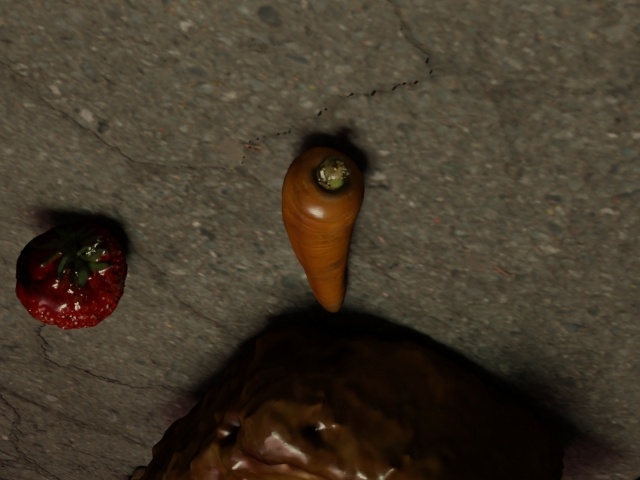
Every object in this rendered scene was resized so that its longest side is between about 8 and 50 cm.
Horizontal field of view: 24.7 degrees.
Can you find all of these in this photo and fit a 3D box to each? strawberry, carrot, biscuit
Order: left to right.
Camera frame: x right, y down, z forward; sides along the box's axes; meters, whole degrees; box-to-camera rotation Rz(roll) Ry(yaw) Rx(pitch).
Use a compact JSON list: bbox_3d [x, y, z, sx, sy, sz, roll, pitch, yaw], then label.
[{"bbox_3d":[-0.211,0.035,1.256,0.106,0.106,0.106,14,150,9],"label":"strawberry"},{"bbox_3d":[0.000,0.000,1.126,0.061,0.061,0.256,16,156,6],"label":"carrot"},{"bbox_3d":[0.030,0.236,1.378,0.343,0.166,0.395,30,147,-14],"label":"biscuit"}]

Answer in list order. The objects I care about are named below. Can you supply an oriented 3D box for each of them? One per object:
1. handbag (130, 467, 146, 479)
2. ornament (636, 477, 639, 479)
[{"bbox_3d":[-0.181,0.351,1.791,0.151,0.072,0.193,16,152,6],"label":"handbag"},{"bbox_3d":[0.353,0.305,1.279,0.153,0.196,0.166,21,149,-5],"label":"ornament"}]
